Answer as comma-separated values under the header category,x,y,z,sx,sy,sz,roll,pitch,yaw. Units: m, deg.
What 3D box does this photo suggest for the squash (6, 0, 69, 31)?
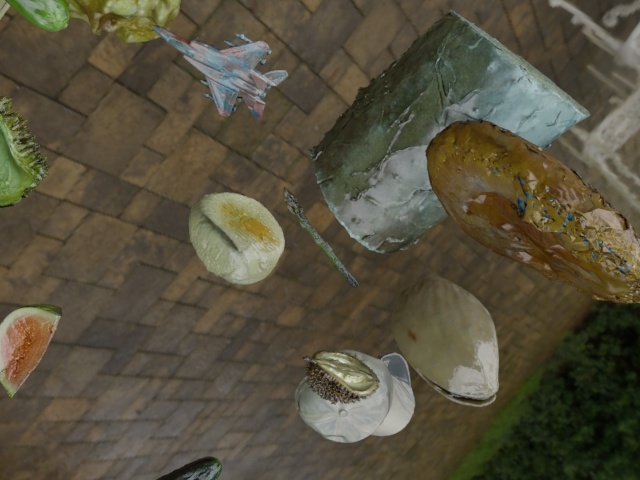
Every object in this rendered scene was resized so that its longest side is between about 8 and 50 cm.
category,x,y,z,sx,sy,sz,roll,pitch,yaw
squash,-0.661,-0.572,1.638,0.101,0.378,0.101,-40,-170,8

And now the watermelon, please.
category,x,y,z,sx,sy,sz,roll,pitch,yaw
watermelon,-0.442,0.141,1.190,0.069,0.087,0.163,28,108,-24

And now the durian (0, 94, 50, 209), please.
category,x,y,z,sx,sy,sz,roll,pitch,yaw
durian,-0.599,-0.173,1.330,0.198,0.394,0.163,-60,158,-17

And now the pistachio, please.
category,x,y,z,sx,sy,sz,roll,pitch,yaw
pistachio,0.208,0.158,1.295,0.153,0.238,0.137,-33,148,-8

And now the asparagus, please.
category,x,y,z,sx,sy,sz,roll,pitch,yaw
asparagus,0.000,0.000,1.311,0.022,0.023,0.233,-18,128,26

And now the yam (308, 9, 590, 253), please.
category,x,y,z,sx,sy,sz,roll,pitch,yaw
yam,0.168,-0.154,1.154,0.348,0.241,0.241,-40,159,20

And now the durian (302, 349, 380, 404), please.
category,x,y,z,sx,sy,sz,roll,pitch,yaw
durian,0.022,0.226,1.297,0.140,0.110,0.071,22,104,-21

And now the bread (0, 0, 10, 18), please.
category,x,y,z,sx,sy,sz,roll,pitch,yaw
bread,-0.737,-0.575,1.873,0.153,0.068,0.028,-49,166,10

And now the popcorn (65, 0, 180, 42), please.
category,x,y,z,sx,sy,sz,roll,pitch,yaw
popcorn,-0.461,-0.614,1.890,0.334,0.293,0.293,-101,-173,-75

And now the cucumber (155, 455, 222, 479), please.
category,x,y,z,sx,sy,sz,roll,pitch,yaw
cucumber,-0.297,0.488,1.543,0.241,0.074,0.074,-27,149,-25

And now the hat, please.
category,x,y,z,sx,sy,sz,roll,pitch,yaw
hat,0.080,0.339,1.642,0.232,0.161,0.275,-38,132,17

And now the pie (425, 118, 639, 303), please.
category,x,y,z,sx,sy,sz,roll,pitch,yaw
pie,0.218,-0.020,0.797,0.069,0.273,0.273,-57,157,-7

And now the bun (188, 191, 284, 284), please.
category,x,y,z,sx,sy,sz,roll,pitch,yaw
bun,-0.210,0.000,1.889,0.244,0.244,0.153,-11,142,-53

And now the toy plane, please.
category,x,y,z,sx,sy,sz,roll,pitch,yaw
toy plane,-0.248,-0.423,1.900,0.223,0.326,0.104,-52,-172,33
